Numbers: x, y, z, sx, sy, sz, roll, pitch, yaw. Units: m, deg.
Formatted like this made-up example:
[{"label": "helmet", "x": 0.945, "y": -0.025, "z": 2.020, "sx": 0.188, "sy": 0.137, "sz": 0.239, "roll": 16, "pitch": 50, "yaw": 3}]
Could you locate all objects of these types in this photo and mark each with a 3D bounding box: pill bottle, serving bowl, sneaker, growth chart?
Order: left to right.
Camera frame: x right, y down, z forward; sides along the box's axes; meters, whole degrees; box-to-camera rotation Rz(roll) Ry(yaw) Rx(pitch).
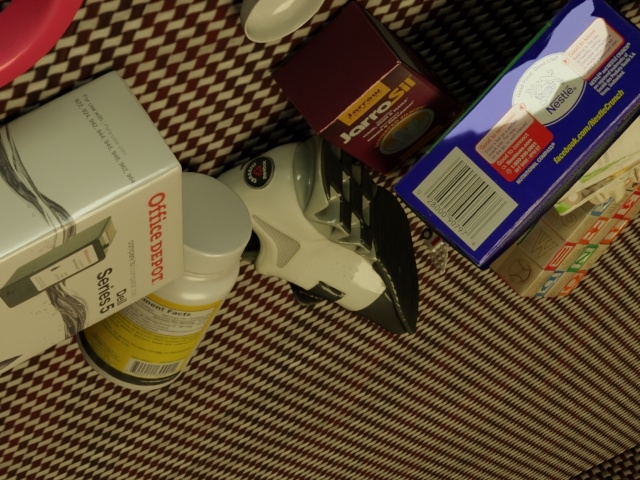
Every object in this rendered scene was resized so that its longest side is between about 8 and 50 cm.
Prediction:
[{"label": "pill bottle", "x": -0.147, "y": 0.038, "z": 1.823, "sx": 0.119, "sy": 0.119, "sz": 0.208, "roll": -17, "pitch": 151, "yaw": -39}, {"label": "serving bowl", "x": -0.035, "y": -0.204, "z": 1.613, "sx": 0.083, "sy": 0.027, "sz": 0.083, "roll": -31, "pitch": 158, "yaw": -14}, {"label": "sneaker", "x": 0.000, "y": 0.000, "z": 1.941, "sx": 0.146, "sy": 0.122, "sz": 0.330, "roll": -11, "pitch": 146, "yaw": 20}, {"label": "growth chart", "x": 0.289, "y": -0.104, "z": 2.131, "sx": 0.237, "sy": 0.021, "sz": 0.172, "roll": -22, "pitch": 124, "yaw": -4}]

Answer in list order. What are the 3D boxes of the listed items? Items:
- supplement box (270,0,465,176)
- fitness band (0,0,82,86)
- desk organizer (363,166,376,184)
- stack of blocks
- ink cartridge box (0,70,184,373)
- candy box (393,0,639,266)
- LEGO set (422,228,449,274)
[{"label": "supplement box", "x": 0.047, "y": -0.138, "z": 1.796, "sx": 0.104, "sy": 0.081, "sz": 0.188, "roll": -40, "pitch": 158, "yaw": 11}, {"label": "fitness band", "x": -0.244, "y": -0.191, "z": 1.312, "sx": 0.209, "sy": 0.054, "sz": 0.291, "roll": -23, "pitch": 156, "yaw": -35}, {"label": "desk organizer", "x": 0.056, "y": -0.027, "z": 2.077, "sx": 0.047, "sy": 0.050, "sz": 0.130, "roll": -36, "pitch": 158, "yaw": 1}, {"label": "stack of blocks", "x": 0.329, "y": -0.071, "z": 2.280, "sx": 0.297, "sy": 0.087, "sz": 0.171, "roll": -51, "pitch": 159, "yaw": 16}, {"label": "ink cartridge box", "x": -0.254, "y": 0.005, "z": 1.601, "sx": 0.273, "sy": 0.114, "sz": 0.198, "roll": -29, "pitch": 157, "yaw": -17}, {"label": "candy box", "x": 0.210, "y": -0.100, "z": 1.917, "sx": 0.268, "sy": 0.122, "sz": 0.317, "roll": -46, "pitch": 173, "yaw": 2}, {"label": "LEGO set", "x": 0.206, "y": -0.058, "z": 2.229, "sx": 0.182, "sy": 0.060, "sz": 0.244, "roll": -27, "pitch": 157, "yaw": -12}]
